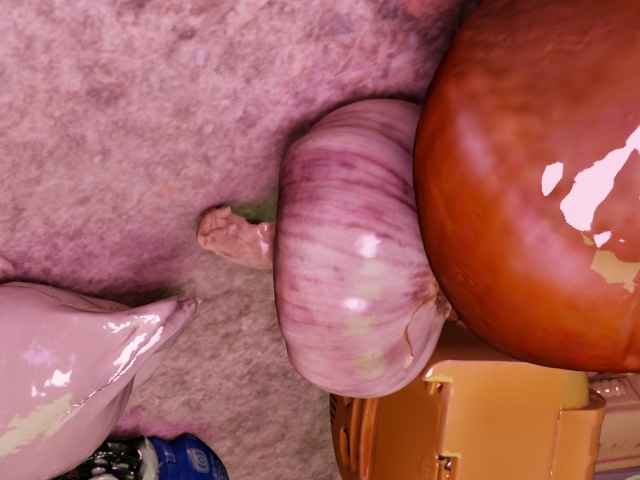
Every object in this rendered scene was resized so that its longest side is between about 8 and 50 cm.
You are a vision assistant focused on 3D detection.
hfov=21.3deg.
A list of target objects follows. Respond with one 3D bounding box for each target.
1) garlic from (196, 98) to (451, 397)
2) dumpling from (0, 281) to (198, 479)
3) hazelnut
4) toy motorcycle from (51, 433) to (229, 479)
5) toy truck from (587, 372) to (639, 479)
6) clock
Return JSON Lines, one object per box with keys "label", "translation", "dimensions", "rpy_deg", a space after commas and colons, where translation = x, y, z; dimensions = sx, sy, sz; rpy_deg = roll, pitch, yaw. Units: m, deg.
{"label": "garlic", "translation": [0.000, 0.000, 1.402], "dimensions": [0.253, 0.245, 0.245], "rpy_deg": [10, 156, 26]}
{"label": "dumpling", "translation": [-0.269, 0.137, 1.516], "dimensions": [0.341, 0.181, 0.260], "rpy_deg": [-45, 168, -5]}
{"label": "hazelnut", "translation": [0.232, -0.059, 1.238], "dimensions": [0.372, 0.315, 0.372], "rpy_deg": [-33, 153, -20]}
{"label": "toy motorcycle", "translation": [-0.204, 0.304, 1.825], "dimensions": [0.196, 0.125, 0.331], "rpy_deg": [-3, 141, -16]}
{"label": "toy truck", "translation": [0.377, 0.163, 1.786], "dimensions": [0.405, 0.181, 0.254], "rpy_deg": [-2, 132, -14]}
{"label": "clock", "translation": [0.116, 0.166, 1.579], "dimensions": [0.200, 0.317, 0.244], "rpy_deg": [5, 102, -22]}
